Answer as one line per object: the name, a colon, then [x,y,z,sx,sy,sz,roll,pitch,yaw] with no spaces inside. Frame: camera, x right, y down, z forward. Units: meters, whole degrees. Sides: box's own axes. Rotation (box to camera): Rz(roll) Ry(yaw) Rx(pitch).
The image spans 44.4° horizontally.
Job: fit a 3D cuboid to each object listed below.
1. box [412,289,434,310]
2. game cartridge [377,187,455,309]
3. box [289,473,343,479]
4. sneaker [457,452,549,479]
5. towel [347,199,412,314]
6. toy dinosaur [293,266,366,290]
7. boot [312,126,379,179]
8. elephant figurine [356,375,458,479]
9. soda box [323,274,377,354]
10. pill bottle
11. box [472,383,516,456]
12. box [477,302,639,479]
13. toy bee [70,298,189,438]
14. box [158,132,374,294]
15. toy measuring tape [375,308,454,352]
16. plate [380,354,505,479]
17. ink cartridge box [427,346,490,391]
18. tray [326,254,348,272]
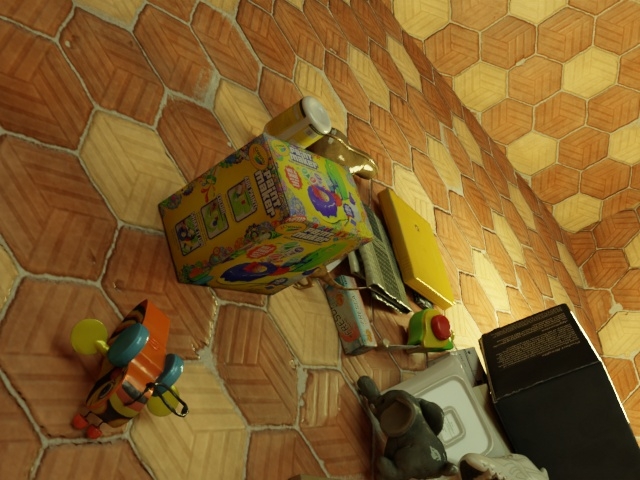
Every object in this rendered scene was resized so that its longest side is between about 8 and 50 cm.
box: [0.301,0.170,2.298,0.083,0.018,0.067,38,34,-37]
game cartridge: [0.289,0.033,2.351,0.285,0.052,0.324,35,36,-47]
box: [0.014,0.545,1.424,0.136,0.036,0.225,27,43,-47]
sneaker: [0.430,0.546,1.819,0.292,0.110,0.118,31,44,-25]
towel: [0.132,0.028,2.082,0.312,0.056,0.324,39,30,-59]
toy dinosaur: [-0.005,0.071,1.767,0.211,0.112,0.064,51,28,-20]
boot: [0.064,-0.215,2.219,0.305,0.112,0.115,26,72,-54]
elephant figurine: [0.181,0.393,1.688,0.169,0.185,0.240,87,-1,-70]
soda box: [0.070,0.177,1.852,0.063,0.058,0.183,16,49,-54]
pill bottle: [-0.072,-0.262,1.897,0.103,0.184,0.103,41,33,-34]
box: [0.402,0.536,1.979,0.121,0.148,0.311,6,60,-59]
box: [0.672,0.495,2.152,0.480,0.297,0.472,64,13,-9]
toy bee: [-0.294,0.199,1.143,0.195,0.162,0.298,50,3,-3]
box: [-0.102,-0.038,1.526,0.290,0.279,0.177,13,52,-54]
toy measuring tape: [0.248,0.234,2.057,0.330,0.121,0.121,9,56,-46]
plate: [0.288,0.439,1.834,0.278,0.045,0.277,-21,81,-30]
ink cartridge box: [0.390,0.379,2.180,0.190,0.082,0.140,5,59,-60]
tray: [0.000,0.000,1.937,0.145,0.030,0.270,60,27,-3]
